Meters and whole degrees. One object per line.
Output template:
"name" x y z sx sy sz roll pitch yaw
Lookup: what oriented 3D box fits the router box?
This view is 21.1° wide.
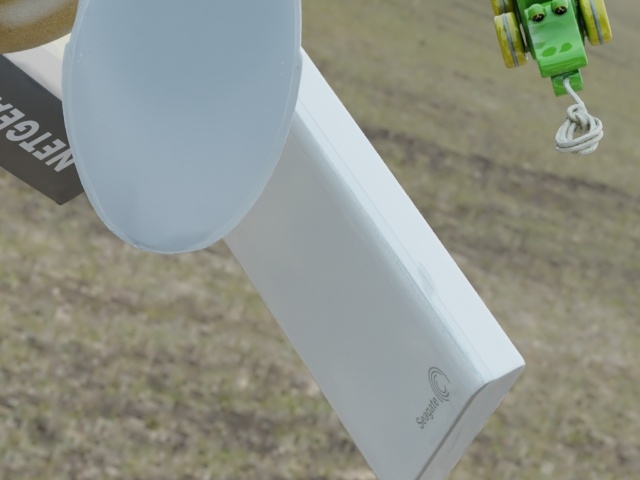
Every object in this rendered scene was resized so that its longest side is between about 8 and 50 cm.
"router box" -0.273 -0.184 1.309 0.243 0.081 0.309 63 8 20

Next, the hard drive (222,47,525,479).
"hard drive" 0.000 0.000 1.232 0.047 0.233 0.353 -26 70 -24

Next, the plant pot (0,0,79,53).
"plant pot" -0.196 -0.225 0.981 0.236 0.236 0.032 25 10 13

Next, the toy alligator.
"toy alligator" 0.117 -0.114 0.877 0.056 0.051 0.189 -15 34 9

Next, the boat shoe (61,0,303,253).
"boat shoe" -0.064 -0.151 0.811 0.113 0.306 0.105 -2 13 1
